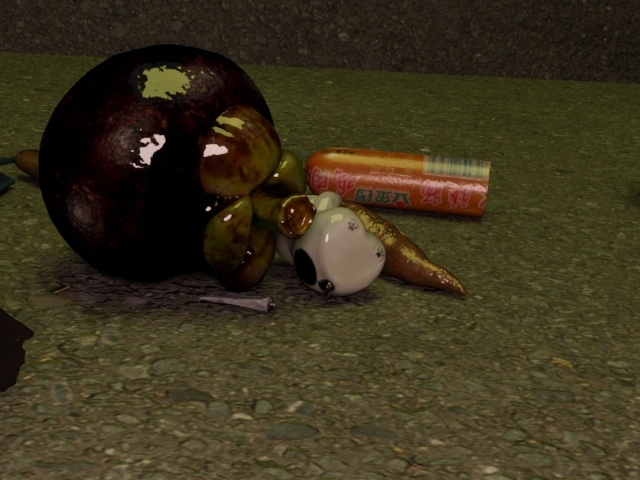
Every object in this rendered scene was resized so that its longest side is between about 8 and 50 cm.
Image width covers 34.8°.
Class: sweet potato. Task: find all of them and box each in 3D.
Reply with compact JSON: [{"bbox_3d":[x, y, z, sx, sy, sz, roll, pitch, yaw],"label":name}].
[{"bbox_3d":[0.097,0.020,1.307,0.226,0.068,0.068,37,32,29],"label":"sweet potato"}]

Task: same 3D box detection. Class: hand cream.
[{"bbox_3d":[-0.094,0.067,1.170,0.093,0.019,0.030,8,16,18],"label":"hand cream"}]

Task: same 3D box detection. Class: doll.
[{"bbox_3d":[0.004,0.000,1.256,0.110,0.107,0.181,45,0,-28],"label":"doll"}]

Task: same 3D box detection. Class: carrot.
[{"bbox_3d":[-0.388,-0.108,1.577,0.298,0.078,0.078,12,19,33],"label":"carrot"}]

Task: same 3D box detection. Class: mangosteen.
[{"bbox_3d":[-0.171,-0.075,1.210,0.313,0.297,0.297,46,11,-14],"label":"mangosteen"}]

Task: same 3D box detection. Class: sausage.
[{"bbox_3d":[0.108,-0.096,1.613,0.312,0.093,0.093,6,18,6],"label":"sausage"}]

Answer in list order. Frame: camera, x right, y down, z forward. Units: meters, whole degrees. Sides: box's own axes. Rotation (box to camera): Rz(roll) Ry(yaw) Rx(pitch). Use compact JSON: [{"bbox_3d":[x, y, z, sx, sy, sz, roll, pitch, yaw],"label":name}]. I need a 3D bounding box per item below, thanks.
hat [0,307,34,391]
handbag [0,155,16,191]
[{"bbox_3d":[-0.394,0.017,0.900,0.238,0.336,0.209,-13,-20,-1],"label":"hat"},{"bbox_3d":[-0.585,-0.098,1.514,0.229,0.062,0.179,5,14,2],"label":"handbag"}]
